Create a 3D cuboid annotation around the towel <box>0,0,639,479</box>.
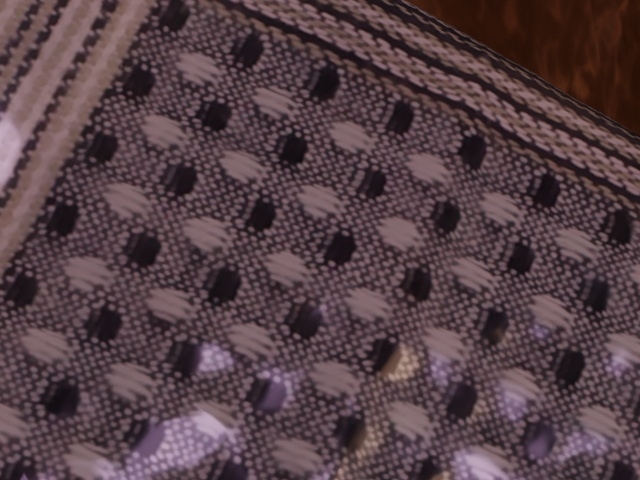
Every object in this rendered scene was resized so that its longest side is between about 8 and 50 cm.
[{"bbox_3d":[-0.030,0.078,0.295,0.312,0.056,0.324,30,59,-2],"label":"towel"}]
